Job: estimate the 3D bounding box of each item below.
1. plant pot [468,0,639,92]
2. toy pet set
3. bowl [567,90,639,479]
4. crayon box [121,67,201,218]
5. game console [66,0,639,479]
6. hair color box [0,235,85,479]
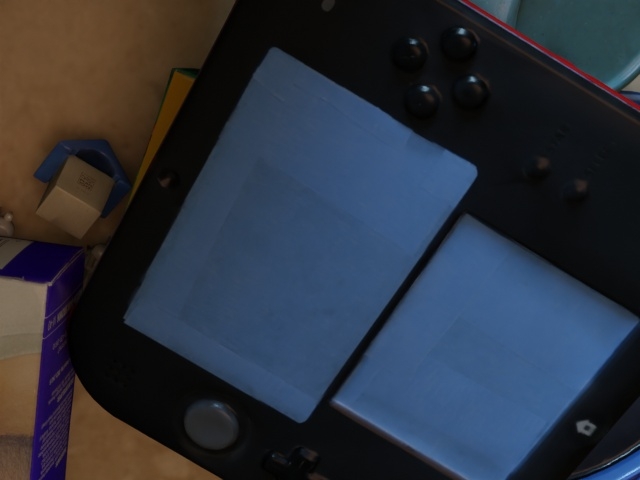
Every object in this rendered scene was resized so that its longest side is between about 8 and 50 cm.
[{"bbox_3d":[0.127,-0.186,0.850,0.290,0.195,0.290,-15,126,-21],"label":"plant pot"},{"bbox_3d":[-0.201,-0.026,0.937,0.122,0.065,0.114,32,130,-18],"label":"toy pet set"},{"bbox_3d":[0.206,0.066,1.049,0.391,0.077,0.391,-4,106,-14],"label":"bowl"},{"bbox_3d":[0.000,0.000,0.915,0.278,0.081,0.165,22,101,6],"label":"crayon box"},{"bbox_3d":[0.041,0.034,0.813,0.342,0.060,0.386,33,120,1],"label":"game console"},{"bbox_3d":[-0.283,0.164,0.906,0.185,0.110,0.339,8,105,2],"label":"hair color box"}]
